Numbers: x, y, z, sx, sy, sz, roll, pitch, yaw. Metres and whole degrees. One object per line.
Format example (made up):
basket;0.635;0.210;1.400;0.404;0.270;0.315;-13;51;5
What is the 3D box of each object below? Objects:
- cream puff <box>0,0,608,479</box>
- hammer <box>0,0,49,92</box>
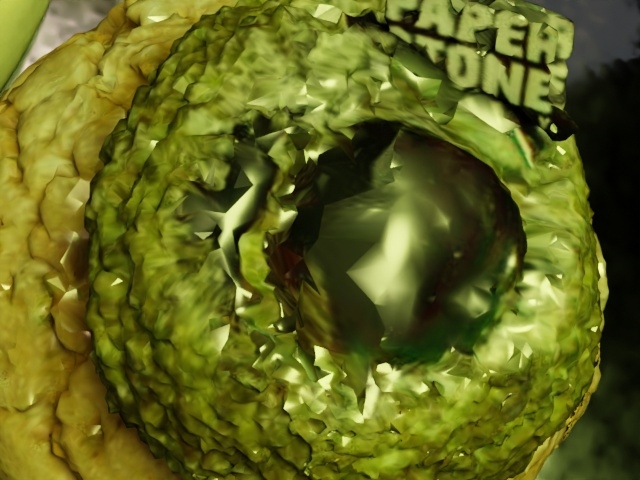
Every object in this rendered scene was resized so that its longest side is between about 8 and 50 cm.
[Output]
cream puff;0.000;0.000;0.470;0.183;0.169;0.183;3;77;-11
hammer;-0.165;-0.099;0.530;0.195;0.028;0.060;29;67;-4
